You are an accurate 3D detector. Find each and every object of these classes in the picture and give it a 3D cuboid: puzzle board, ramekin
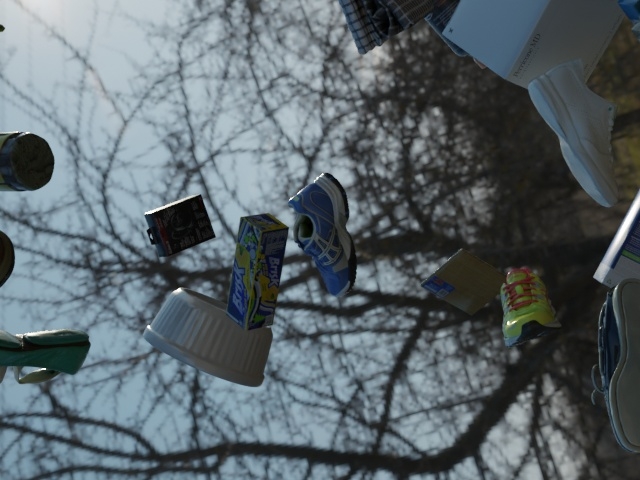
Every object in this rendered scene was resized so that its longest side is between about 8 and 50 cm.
[{"bbox_3d":[0.238,0.067,1.698,0.128,0.096,0.011,29,-149,-32],"label":"puzzle board"},{"bbox_3d":[-0.224,0.198,2.203,0.127,0.273,0.273,-66,-19,-1],"label":"ramekin"}]

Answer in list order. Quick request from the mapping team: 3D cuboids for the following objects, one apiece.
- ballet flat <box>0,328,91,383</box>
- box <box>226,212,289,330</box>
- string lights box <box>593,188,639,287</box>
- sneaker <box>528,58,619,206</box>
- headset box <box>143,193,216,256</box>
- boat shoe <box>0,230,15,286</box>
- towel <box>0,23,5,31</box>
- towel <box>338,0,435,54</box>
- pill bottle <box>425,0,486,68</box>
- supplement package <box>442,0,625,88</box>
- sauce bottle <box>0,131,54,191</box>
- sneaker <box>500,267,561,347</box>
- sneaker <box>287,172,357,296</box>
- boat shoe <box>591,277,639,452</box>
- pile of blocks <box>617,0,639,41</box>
[{"bbox_3d":[-0.462,0.178,1.580,0.247,0.083,0.087,8,-80,-43],"label":"ballet flat"},{"bbox_3d":[-0.096,0.048,1.577,0.059,0.054,0.168,34,122,43],"label":"box"},{"bbox_3d":[0.638,-0.011,1.963,0.133,0.259,0.077,26,-174,-3],"label":"string lights box"},{"bbox_3d":[0.376,-0.149,1.439,0.212,0.094,0.080,59,177,-14],"label":"sneaker"},{"bbox_3d":[-0.187,-0.018,1.369,0.032,0.083,0.062,-4,107,60],"label":"headset box"},{"bbox_3d":[-0.579,0.081,1.442,0.122,0.324,0.120,44,172,21],"label":"boat shoe"},{"bbox_3d":[-0.687,-0.461,1.927,0.021,0.102,0.237,-62,-29,-8],"label":"towel"},{"bbox_3d":[0.118,-0.514,2.038,0.235,0.121,0.283,67,-155,-14],"label":"towel"},{"bbox_3d":[0.305,-0.491,2.275,0.245,0.130,0.130,47,-163,-7],"label":"pill bottle"},{"bbox_3d":[0.339,-0.370,1.567,0.145,0.261,0.204,15,-158,-31],"label":"supplement package"},{"bbox_3d":[-0.652,-0.147,1.955,0.111,0.344,0.111,-9,-80,-58],"label":"sauce bottle"},{"bbox_3d":[0.287,0.089,1.490,0.208,0.081,0.094,-40,-71,-79],"label":"sneaker"},{"bbox_3d":[0.000,0.000,1.573,0.080,0.081,0.211,36,146,49],"label":"sneaker"},{"bbox_3d":[0.428,0.178,1.458,0.079,0.095,0.254,114,160,-60],"label":"boat shoe"},{"bbox_3d":[0.481,-0.341,1.379,0.112,0.149,0.362,45,-126,-24],"label":"pile of blocks"}]
